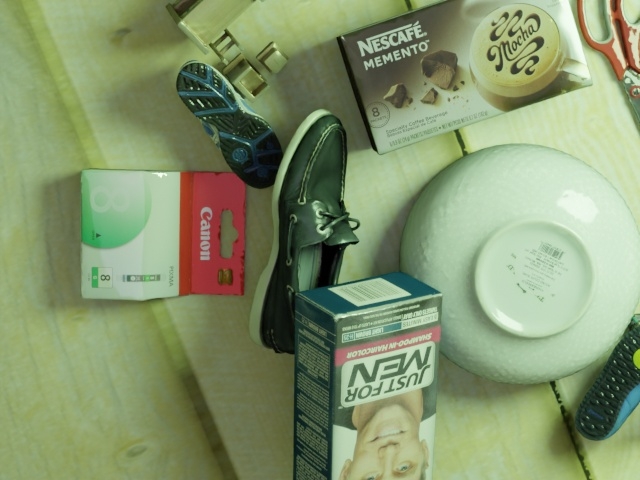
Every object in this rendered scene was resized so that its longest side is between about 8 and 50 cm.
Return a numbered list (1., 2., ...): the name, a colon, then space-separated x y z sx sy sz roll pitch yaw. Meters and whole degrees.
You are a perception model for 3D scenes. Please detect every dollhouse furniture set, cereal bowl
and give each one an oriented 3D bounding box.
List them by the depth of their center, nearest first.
1. dollhouse furniture set: -0.084 -0.309 1.634 0.182 0.101 0.161 -41 121 5
2. cereal bowl: 0.277 0.040 1.642 0.339 0.141 0.339 0 99 1

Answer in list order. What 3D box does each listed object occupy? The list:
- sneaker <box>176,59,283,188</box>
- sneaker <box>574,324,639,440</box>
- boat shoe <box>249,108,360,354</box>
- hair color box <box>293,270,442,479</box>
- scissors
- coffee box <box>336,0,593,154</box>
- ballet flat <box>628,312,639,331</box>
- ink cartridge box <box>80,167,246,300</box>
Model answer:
1. sneaker: -0.119 -0.163 1.648 0.080 0.081 0.211 -32 114 3
2. sneaker: 0.430 0.188 1.692 0.069 0.082 0.209 39 105 21
3. boat shoe: -0.003 0.001 1.624 0.113 0.127 0.340 23 102 33
4. hair color box: 0.060 0.230 1.621 0.174 0.105 0.347 -10 112 -30
5. scissors: 0.416 -0.219 1.667 0.109 0.021 0.297 -8 99 -1
6. coffee box: 0.186 -0.240 1.611 0.297 0.119 0.168 -17 99 2
7. ballet flat: 0.477 0.150 1.707 0.114 0.041 0.041 44 96 -6
8. ink cartridge box: -0.218 -0.007 1.680 0.224 0.056 0.181 2 98 1
